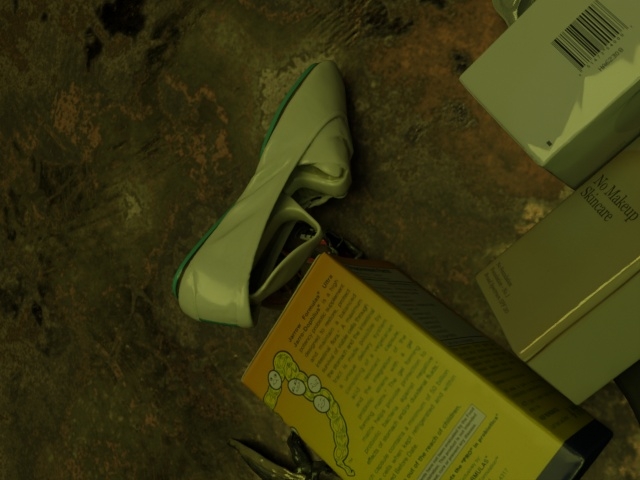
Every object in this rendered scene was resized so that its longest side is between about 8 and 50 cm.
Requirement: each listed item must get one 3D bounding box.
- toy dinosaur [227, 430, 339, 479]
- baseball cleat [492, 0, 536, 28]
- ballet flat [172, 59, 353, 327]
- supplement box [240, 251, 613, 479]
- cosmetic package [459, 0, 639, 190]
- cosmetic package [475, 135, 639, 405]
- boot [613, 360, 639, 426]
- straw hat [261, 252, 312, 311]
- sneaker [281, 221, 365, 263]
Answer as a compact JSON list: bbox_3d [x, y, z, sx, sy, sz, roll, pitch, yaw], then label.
[{"bbox_3d":[-0.027,0.323,1.038,0.268,0.064,0.118,37,110,30],"label":"toy dinosaur"},{"bbox_3d":[0.262,-0.349,0.934,0.110,0.072,0.205,4,81,40],"label":"baseball cleat"},{"bbox_3d":[-0.036,-0.055,0.994,0.139,0.139,0.400,20,70,29],"label":"ballet flat"},{"bbox_3d":[0.120,0.194,0.890,0.357,0.194,0.195,38,103,27],"label":"supplement box"},{"bbox_3d":[0.302,-0.180,0.807,0.224,0.225,0.138,-44,64,18],"label":"cosmetic package"},{"bbox_3d":[0.329,0.008,0.794,0.309,0.113,0.160,-45,25,16],"label":"cosmetic package"},{"bbox_3d":[0.406,0.122,0.816,0.198,0.077,0.137,-33,75,36],"label":"boot"},{"bbox_3d":[-0.060,0.053,1.072,0.144,0.145,0.061,50,149,23],"label":"straw hat"},{"bbox_3d":[0.000,0.000,1.039,0.158,0.061,0.064,26,143,19],"label":"sneaker"}]
